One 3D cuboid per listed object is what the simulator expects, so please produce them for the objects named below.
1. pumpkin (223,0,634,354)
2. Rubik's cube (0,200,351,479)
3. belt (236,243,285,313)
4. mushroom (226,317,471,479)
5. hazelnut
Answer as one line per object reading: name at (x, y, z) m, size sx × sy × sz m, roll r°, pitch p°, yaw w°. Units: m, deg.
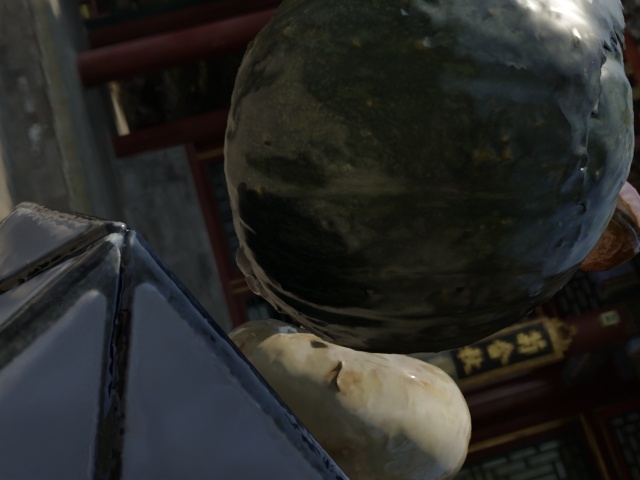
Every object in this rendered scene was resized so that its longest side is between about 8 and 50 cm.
pumpkin at (0.074, -0.089, 0.676) m, size 0.327 × 0.257 × 0.291 m, roll -81°, pitch 175°, yaw -47°
Rubik's cube at (-0.164, 0.149, 0.584) m, size 0.259 × 0.255 × 0.260 m, roll 50°, pitch -18°, yaw -18°
belt at (0.000, 0.000, 1.620) m, size 0.164 × 0.289 × 0.184 m, roll 42°, pitch -30°, yaw 34°
mushroom at (0.031, 0.138, 1.055) m, size 0.297 × 0.298 × 0.290 m, roll 140°, pitch -33°, yaw -84°
hazelnut at (0.361, -0.037, 1.296) m, size 0.150 × 0.150 × 0.150 m, roll 165°, pitch -90°, yaw -85°
